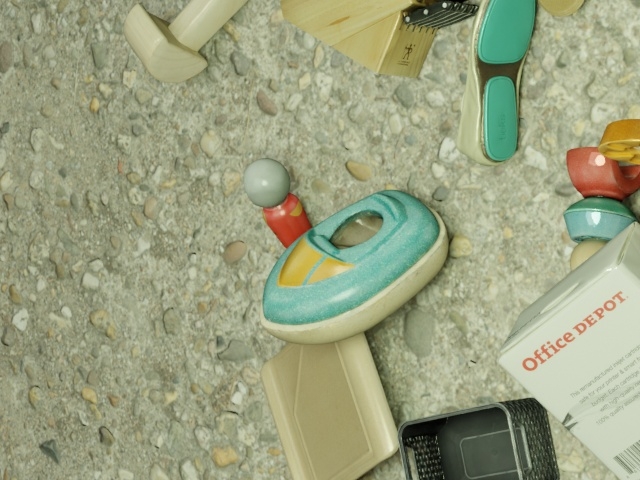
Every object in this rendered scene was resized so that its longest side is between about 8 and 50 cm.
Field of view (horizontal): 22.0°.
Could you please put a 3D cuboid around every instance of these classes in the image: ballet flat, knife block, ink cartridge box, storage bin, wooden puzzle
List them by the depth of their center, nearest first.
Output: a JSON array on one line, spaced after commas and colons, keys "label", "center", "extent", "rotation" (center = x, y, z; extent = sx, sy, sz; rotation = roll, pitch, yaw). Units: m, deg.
[{"label": "ink cartridge box", "center": [0.364, 0.145, 1.827], "extent": [0.273, 0.114, 0.197], "rotation": [43, 123, -6]}, {"label": "ballet flat", "center": [0.212, -0.219, 2.069], "extent": [0.086, 0.086, 0.248], "rotation": [15, 101, 40]}, {"label": "storage bin", "center": [0.197, 0.272, 2.075], "extent": [0.180, 0.084, 0.122], "rotation": [-18, 79, 41]}, {"label": "knife block", "center": [0.099, -0.347, 2.155], "extent": [0.276, 0.088, 0.242], "rotation": [35, 111, 36]}, {"label": "wooden puzzle", "center": [0.015, 0.223, 2.233], "extent": [0.239, 0.044, 0.221], "rotation": [-42, 61, 50]}]

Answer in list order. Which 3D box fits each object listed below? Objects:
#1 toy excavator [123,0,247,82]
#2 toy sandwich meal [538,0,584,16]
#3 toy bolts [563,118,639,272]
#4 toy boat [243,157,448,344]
[{"label": "toy excavator", "center": [-0.100, -0.444, 2.260], "extent": [0.433, 0.445, 0.222], "rotation": [-32, 61, -8]}, {"label": "toy sandwich meal", "center": [0.301, -0.315, 2.019], "extent": [0.085, 0.029, 0.085], "rotation": [5, 97, 42]}, {"label": "toy bolts", "center": [0.357, -0.029, 1.858], "extent": [0.228, 0.218, 0.158], "rotation": [-4, 74, 48]}, {"label": "toy boat", "center": [0.000, 0.000, 2.162], "extent": [0.267, 0.148, 0.318], "rotation": [-37, 36, -11]}]
